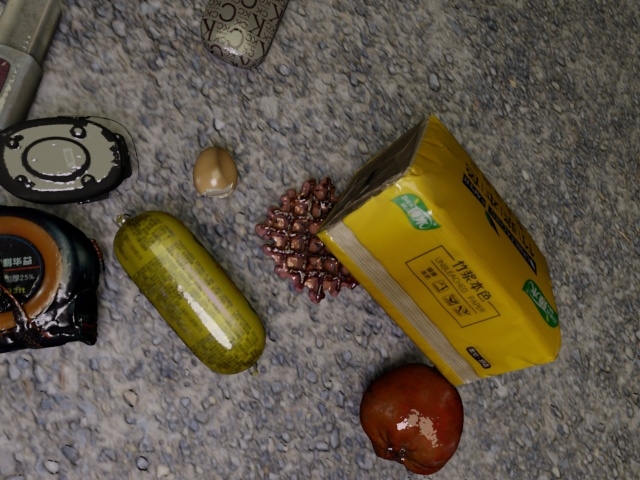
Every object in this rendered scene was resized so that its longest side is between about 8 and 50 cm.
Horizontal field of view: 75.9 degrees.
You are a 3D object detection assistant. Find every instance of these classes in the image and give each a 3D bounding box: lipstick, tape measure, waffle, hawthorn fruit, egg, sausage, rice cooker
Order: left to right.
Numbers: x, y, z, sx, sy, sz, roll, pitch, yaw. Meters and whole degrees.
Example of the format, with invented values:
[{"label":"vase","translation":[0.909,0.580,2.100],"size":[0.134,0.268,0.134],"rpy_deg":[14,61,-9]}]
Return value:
[{"label":"lipstick","translation":[-0.499,-0.291,0.669],"size":[0.079,0.077,0.252],"rpy_deg":[17,76,-17]},{"label":"tape measure","translation":[-0.440,0.059,0.608],"size":[0.202,0.135,0.222],"rpy_deg":[-8,82,-10]},{"label":"rice cooker","translation":[-0.399,-0.127,0.649],"size":[0.203,0.118,0.142],"rpy_deg":[-14,102,-22]},{"label":"sausage","translation":[-0.210,0.088,0.682],"size":[0.123,0.123,0.347],"rpy_deg":[-40,96,-20]},{"label":"egg","translation":[-0.191,-0.125,0.745],"size":[0.080,0.080,0.096],"rpy_deg":[-3,85,-19]},{"label":"waffle","translation":[0.000,0.000,0.805],"size":[0.221,0.055,0.234],"rpy_deg":[-40,92,-20]},{"label":"hawthorn fruit","translation":[0.177,0.308,0.755],"size":[0.185,0.185,0.202],"rpy_deg":[50,56,-6]}]

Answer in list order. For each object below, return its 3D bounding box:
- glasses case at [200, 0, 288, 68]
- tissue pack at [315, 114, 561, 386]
[{"label":"glasses case","translation":[-0.128,-0.509,0.824],"size":[0.137,0.085,0.354],"rpy_deg":[22,75,-13]},{"label":"tissue pack","translation":[0.218,0.014,0.728],"size":[0.382,0.228,0.293],"rpy_deg":[48,36,-13]}]
